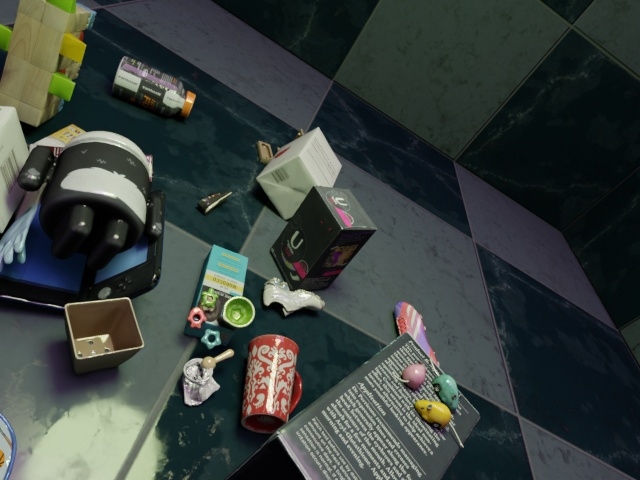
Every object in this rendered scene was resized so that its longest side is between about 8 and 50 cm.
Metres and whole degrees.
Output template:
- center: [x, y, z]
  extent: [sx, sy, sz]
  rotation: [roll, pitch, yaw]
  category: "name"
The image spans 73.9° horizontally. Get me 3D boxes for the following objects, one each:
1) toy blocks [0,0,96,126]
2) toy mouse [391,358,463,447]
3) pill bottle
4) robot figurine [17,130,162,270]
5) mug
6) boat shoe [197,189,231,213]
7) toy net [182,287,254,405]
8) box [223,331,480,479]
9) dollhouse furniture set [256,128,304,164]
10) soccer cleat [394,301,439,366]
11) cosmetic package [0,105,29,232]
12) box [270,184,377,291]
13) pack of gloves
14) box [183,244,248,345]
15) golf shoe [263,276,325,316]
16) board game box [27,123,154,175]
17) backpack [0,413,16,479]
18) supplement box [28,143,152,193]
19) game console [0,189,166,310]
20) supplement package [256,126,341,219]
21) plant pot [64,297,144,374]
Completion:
- center: [-0.698, -0.472, 1.098]
  extent: [0.191, 0.381, 0.261]
  rotation: [22, 21, -23]
  category: "toy blocks"
- center: [0.200, 0.253, 0.751]
  extent: [0.161, 0.031, 0.143]
  rotation: [36, 33, -1]
  category: "toy mouse"
- center: [-0.553, -0.504, 1.433]
  extent: [0.246, 0.130, 0.130]
  rotation: [19, 37, -24]
  category: "pill bottle"
- center: [-0.418, -0.081, 0.804]
  extent: [0.174, 0.209, 0.278]
  rotation: [-12, 50, -2]
  category: "robot figurine"
- center: [-0.091, 0.305, 0.890]
  extent: [0.150, 0.113, 0.169]
  rotation: [23, 39, -17]
  category: "mug"
- center: [-0.311, -0.124, 1.263]
  extent: [0.042, 0.049, 0.133]
  rotation: [45, 38, -2]
  category: "boat shoe"
- center: [-0.226, 0.210, 0.861]
  extent: [0.122, 0.045, 0.232]
  rotation: [29, 56, -15]
  category: "toy net"
- center: [0.049, 0.382, 0.752]
  extent: [0.212, 0.293, 0.395]
  rotation: [50, 35, 18]
  category: "box"
- center: [-0.149, -0.366, 1.641]
  extent: [0.151, 0.123, 0.144]
  rotation: [14, 39, -31]
  category: "dollhouse furniture set"
- center: [0.266, 0.286, 1.268]
  extent: [0.095, 0.083, 0.248]
  rotation: [8, 45, -30]
  category: "soccer cleat"
- center: [-0.712, -0.121, 0.690]
  extent: [0.366, 0.155, 0.197]
  rotation: [0, 41, -15]
  category: "cosmetic package"
- center: [0.000, 0.000, 1.195]
  extent: [0.143, 0.270, 0.165]
  rotation: [0, 47, -43]
  category: "box"
- center: [-0.576, 0.000, 0.777]
  extent: [0.046, 0.195, 0.232]
  rotation: [51, 18, -43]
  category: "pack of gloves"
- center: [-0.242, 0.124, 1.014]
  extent: [0.101, 0.060, 0.244]
  rotation: [23, 35, -20]
  category: "box"
- center: [-0.074, 0.169, 1.129]
  extent: [0.176, 0.069, 0.086]
  rotation: [22, 56, -17]
  category: "golf shoe"
- center: [-0.586, -0.193, 1.102]
  extent: [0.243, 0.042, 0.165]
  rotation: [31, 34, -9]
  category: "board game box"
- center: [-0.506, 0.268, 0.478]
  extent: [0.263, 0.213, 0.276]
  rotation: [37, 29, -19]
  category: "backpack"
- center: [-0.515, -0.147, 0.974]
  extent: [0.240, 0.130, 0.073]
  rotation: [1, 72, -23]
  category: "supplement box"
- center: [-0.473, -0.010, 0.862]
  extent: [0.173, 0.250, 0.293]
  rotation: [58, 12, -47]
  category: "game console"
- center: [-0.064, -0.237, 1.465]
  extent: [0.175, 0.178, 0.293]
  rotation: [57, 27, -21]
  category: "supplement package"
- center: [-0.400, 0.180, 0.766]
  extent: [0.109, 0.096, 0.109]
  rotation: [-1, 49, -44]
  category: "plant pot"
